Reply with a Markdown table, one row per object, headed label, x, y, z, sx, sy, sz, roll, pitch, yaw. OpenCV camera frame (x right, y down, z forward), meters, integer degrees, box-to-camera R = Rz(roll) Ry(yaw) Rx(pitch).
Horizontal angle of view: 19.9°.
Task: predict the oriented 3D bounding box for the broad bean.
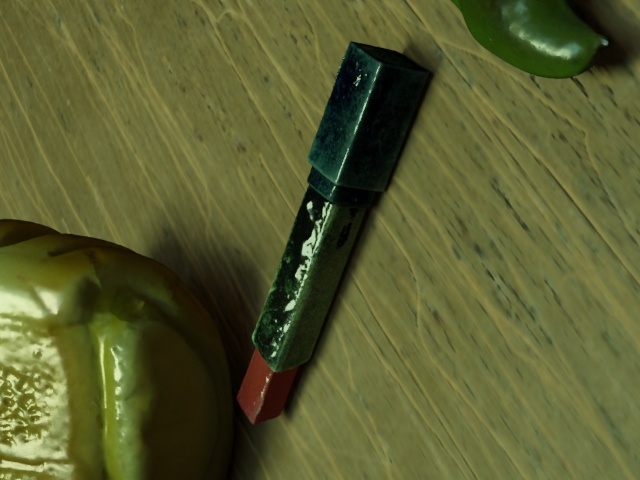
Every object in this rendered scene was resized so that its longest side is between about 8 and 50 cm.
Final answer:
| label | x | y | z | sx | sy | sz | roll | pitch | yaw |
| --- | --- | --- | --- | --- | --- | --- | --- | --- | --- |
| broad bean | 0.107 | -0.190 | 1.317 | 0.075 | 0.067 | 0.325 | -45 | 39 | -4 |

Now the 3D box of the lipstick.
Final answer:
| label | x | y | z | sx | sy | sz | roll | pitch | yaw |
| --- | --- | --- | --- | --- | --- | --- | --- | --- | --- |
| lipstick | 0.000 | 0.000 | 1.425 | 0.051 | 0.051 | 0.312 | 40 | 116 | 47 |

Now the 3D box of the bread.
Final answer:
| label | x | y | z | sx | sy | sz | roll | pitch | yaw |
| --- | --- | --- | --- | --- | --- | --- | --- | --- | --- |
| bread | -0.206 | 0.141 | 1.536 | 0.270 | 0.211 | 0.316 | 6 | 100 | 21 |
